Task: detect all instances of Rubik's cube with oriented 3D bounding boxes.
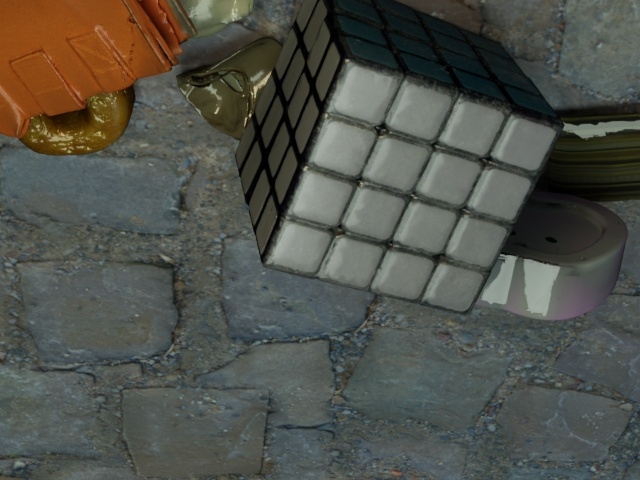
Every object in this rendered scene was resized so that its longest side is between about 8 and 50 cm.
[{"bbox_3d":[0.101,-0.141,1.858,0.344,0.337,0.343,15,116,-19],"label":"Rubik's cube"}]

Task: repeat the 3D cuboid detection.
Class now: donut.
[{"bbox_3d":[-0.397,-0.230,1.970,0.227,0.114,0.226,-1,136,-1],"label":"donut"}]

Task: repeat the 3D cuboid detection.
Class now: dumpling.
[{"bbox_3d":[-0.186,-0.370,1.838,0.181,0.111,0.155,-8,110,2],"label":"dumpling"}]

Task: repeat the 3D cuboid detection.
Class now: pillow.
[{"bbox_3d":[0.486,-0.138,2.137,0.208,0.052,0.212,-3,137,8],"label":"pillow"}]

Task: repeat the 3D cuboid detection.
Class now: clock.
[{"bbox_3d":[0.337,0.001,2.099,0.339,0.338,0.102,5,118,-6],"label":"clock"}]

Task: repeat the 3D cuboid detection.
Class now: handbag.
[{"bbox_3d":[-0.407,-0.308,1.730,0.410,0.116,0.303,-15,124,30],"label":"handbag"}]

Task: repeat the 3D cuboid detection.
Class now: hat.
[{"bbox_3d":[-0.126,-0.251,1.998,0.175,0.085,0.147,-36,120,3],"label":"hat"}]
